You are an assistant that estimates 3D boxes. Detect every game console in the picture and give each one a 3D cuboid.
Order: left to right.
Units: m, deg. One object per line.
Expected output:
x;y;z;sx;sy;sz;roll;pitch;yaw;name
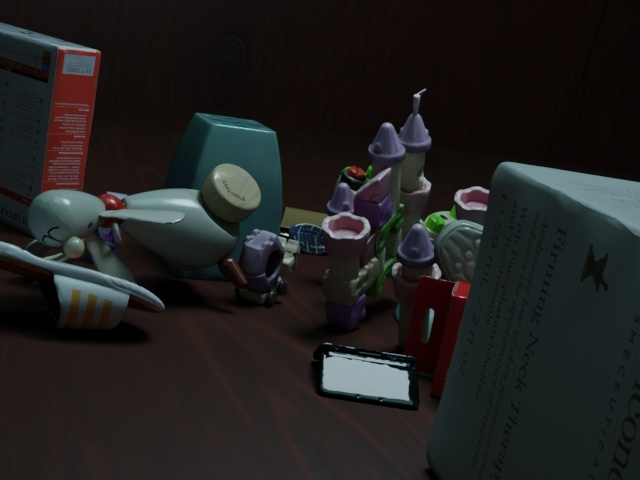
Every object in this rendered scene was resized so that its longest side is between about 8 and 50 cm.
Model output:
0.053;0.169;1.311;0.122;0.071;0.107;10;-17;-6;game console

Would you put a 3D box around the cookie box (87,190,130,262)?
-0.321;-0.019;1.641;0.040;0.092;0.107;12;12;-8;cookie box

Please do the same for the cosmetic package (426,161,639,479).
0.331;0.143;0.935;0.327;0.329;0.393;8;12;-15;cosmetic package

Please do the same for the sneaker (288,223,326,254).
0.000;0.000;1.939;0.135;0.052;0.058;16;5;-23;sneaker

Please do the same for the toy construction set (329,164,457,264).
0.139;-0.046;1.950;0.215;0.151;0.328;-4;25;-43;toy construction set

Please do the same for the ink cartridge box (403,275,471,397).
0.217;0.134;1.322;0.231;0.134;0.078;12;14;10;ink cartridge box

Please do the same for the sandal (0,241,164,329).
-0.323;0.065;1.299;0.265;0.076;0.102;19;-14;-18;sandal

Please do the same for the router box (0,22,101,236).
-0.513;-0.194;1.769;0.335;0.301;0.082;22;17;38;router box

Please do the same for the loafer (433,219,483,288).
0.266;0.085;1.429;0.319;0.112;0.111;43;5;-17;loafer

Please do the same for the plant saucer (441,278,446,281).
0.214;0.081;1.825;0.083;0.015;0.083;10;12;-2;plant saucer

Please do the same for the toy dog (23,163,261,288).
-0.216;0.008;1.440;0.334;0.220;0.161;-17;64;-30;toy dog

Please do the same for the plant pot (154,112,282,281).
-0.153;-0.071;1.684;0.165;0.234;0.166;5;15;-23;plant pot

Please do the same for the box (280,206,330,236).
0.005;-0.024;2.094;0.164;0.021;0.201;11;13;-1;box

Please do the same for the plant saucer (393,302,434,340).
0.270;0.123;1.627;0.318;0.043;0.317;10;13;-2;plant saucer

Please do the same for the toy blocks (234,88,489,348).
0.069;-0.049;1.540;0.309;0.260;0.288;16;36;24;toy blocks
